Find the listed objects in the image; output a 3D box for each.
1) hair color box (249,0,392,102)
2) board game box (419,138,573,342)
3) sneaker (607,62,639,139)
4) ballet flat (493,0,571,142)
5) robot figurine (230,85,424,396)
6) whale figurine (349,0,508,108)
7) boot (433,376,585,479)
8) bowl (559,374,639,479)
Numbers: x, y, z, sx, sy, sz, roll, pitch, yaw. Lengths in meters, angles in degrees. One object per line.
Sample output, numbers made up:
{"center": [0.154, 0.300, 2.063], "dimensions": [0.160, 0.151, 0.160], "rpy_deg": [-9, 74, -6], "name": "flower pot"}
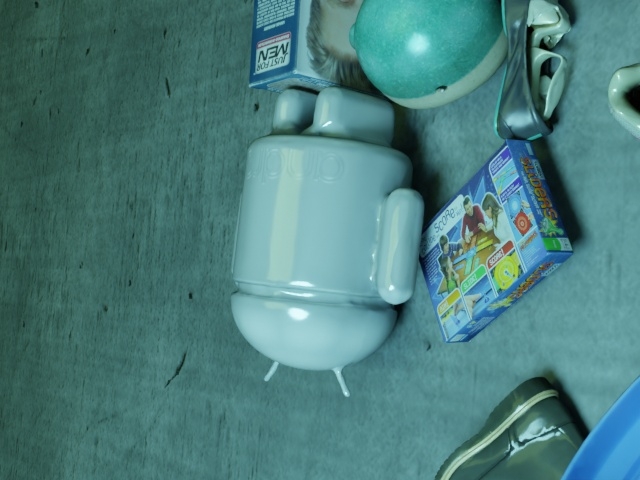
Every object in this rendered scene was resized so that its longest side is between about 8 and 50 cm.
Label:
{"center": [0.017, -0.351, 1.289], "dimensions": [0.105, 0.174, 0.347], "rpy_deg": [-3, 82, 52], "name": "hair color box"}
{"center": [0.176, 0.005, 1.100], "dimensions": [0.201, 0.035, 0.136], "rpy_deg": [-50, 46, 50], "name": "board game box"}
{"center": [0.345, -0.114, 0.859], "dimensions": [0.252, 0.111, 0.103], "rpy_deg": [-4, 81, 53], "name": "sneaker"}
{"center": [0.226, -0.200, 1.075], "dimensions": [0.074, 0.074, 0.203], "rpy_deg": [-1, 83, 53], "name": "ballet flat"}
{"center": [0.000, 0.000, 1.227], "dimensions": [0.300, 0.200, 0.353], "rpy_deg": [3, 87, 50], "name": "robot figurine"}
{"center": [0.113, -0.282, 1.162], "dimensions": [0.216, 0.141, 0.272], "rpy_deg": [-22, 53, 28], "name": "whale figurine"}
{"center": [0.198, 0.253, 1.031], "dimensions": [0.137, 0.077, 0.198], "rpy_deg": [54, 127, 37], "name": "boot"}
{"center": [0.310, 0.156, 0.696], "dimensions": [0.077, 0.391, 0.391], "rpy_deg": [44, 132, -6], "name": "bowl"}
